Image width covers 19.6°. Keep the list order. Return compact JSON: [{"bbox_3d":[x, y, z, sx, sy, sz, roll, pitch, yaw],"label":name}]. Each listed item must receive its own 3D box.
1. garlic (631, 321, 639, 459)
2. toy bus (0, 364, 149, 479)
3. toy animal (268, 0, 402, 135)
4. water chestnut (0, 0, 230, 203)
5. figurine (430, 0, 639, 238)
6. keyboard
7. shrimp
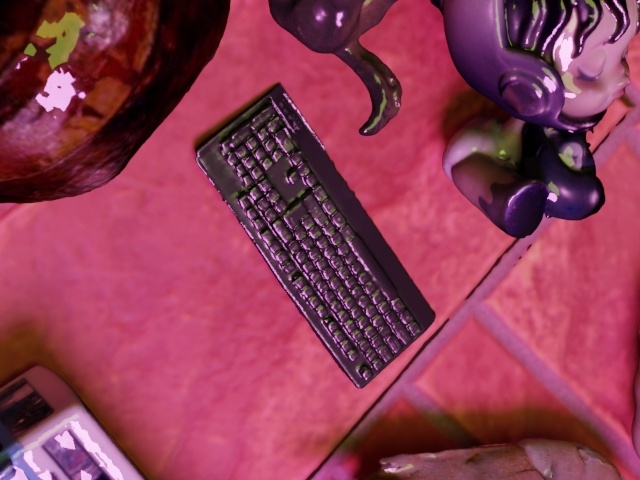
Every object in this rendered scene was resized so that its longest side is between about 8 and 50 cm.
[{"bbox_3d":[0.313,0.111,1.195,0.199,0.226,0.199,-6,109,-17],"label":"garlic"},{"bbox_3d":[-0.124,0.219,1.108,0.131,0.106,0.297,-40,116,-11],"label":"toy bus"},{"bbox_3d":[-0.002,-0.180,1.044,0.148,0.084,0.232,-33,96,31],"label":"toy animal"},{"bbox_3d":[-0.163,-0.125,0.937,0.238,0.224,0.223,22,94,-56],"label":"water chestnut"},{"bbox_3d":[0.129,-0.128,1.124,0.145,0.145,0.222,-2,114,-22],"label":"figurine"},{"bbox_3d":[0.001,0.000,1.152,0.074,0.015,0.196,-38,114,-10],"label":"keyboard"},{"bbox_3d":[0.091,0.198,1.218,0.254,0.059,0.145,-4,114,-27],"label":"shrimp"}]
